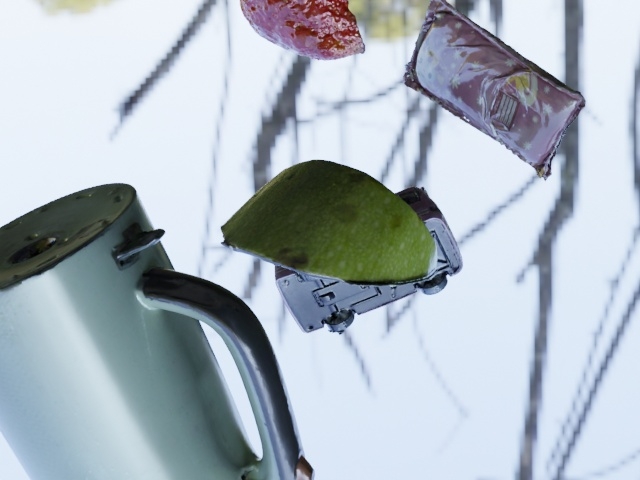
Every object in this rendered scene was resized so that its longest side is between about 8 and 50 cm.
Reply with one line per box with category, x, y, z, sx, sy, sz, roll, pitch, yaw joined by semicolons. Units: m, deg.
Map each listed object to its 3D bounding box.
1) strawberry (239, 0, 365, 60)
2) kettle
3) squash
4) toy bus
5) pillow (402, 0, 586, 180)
strawberry;-0.029;-0.265;2.196;0.187;0.146;0.082;39;-119;17
kettle;-0.130;0.103;1.315;0.240;0.255;0.165;-13;-161;34
squash;0.007;-0.023;1.681;0.192;0.085;0.184;18;-167;21
toy bus;0.052;0.019;2.075;0.199;0.096;0.108;-22;-146;8
pillow;0.159;-0.141;1.712;0.185;0.118;0.043;41;-130;21
